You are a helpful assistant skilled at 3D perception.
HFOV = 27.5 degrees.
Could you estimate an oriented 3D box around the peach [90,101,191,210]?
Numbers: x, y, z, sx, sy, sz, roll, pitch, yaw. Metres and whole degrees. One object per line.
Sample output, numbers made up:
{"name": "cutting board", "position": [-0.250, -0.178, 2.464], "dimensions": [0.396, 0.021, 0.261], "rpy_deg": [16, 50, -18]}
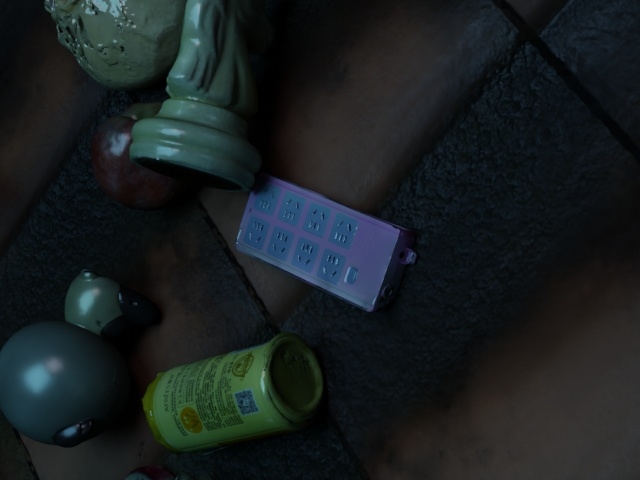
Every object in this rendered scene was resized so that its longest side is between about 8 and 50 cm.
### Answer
{"name": "peach", "position": [-0.248, -0.112, 1.810], "dimensions": [0.152, 0.152, 0.152], "rpy_deg": [-9, 77, 40]}

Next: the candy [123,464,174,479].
{"name": "candy", "position": [-0.233, 0.356, 1.771], "dimensions": [0.103, 0.043, 0.103], "rpy_deg": [-8, 77, 40]}

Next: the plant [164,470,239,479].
{"name": "plant", "position": [-0.133, 0.378, 1.626], "dimensions": [0.132, 0.129, 0.194], "rpy_deg": [-24, 71, 33]}

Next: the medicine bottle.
{"name": "medicine bottle", "position": [-0.115, 0.200, 1.649], "dimensions": [0.239, 0.124, 0.124], "rpy_deg": [-20, 70, 38]}

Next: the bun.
{"name": "bun", "position": [-0.303, -0.349, 1.858], "dimensions": [0.287, 0.146, 0.287], "rpy_deg": [14, 111, 41]}

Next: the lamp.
{"name": "lamp", "position": [-0.345, 0.167, 1.825], "dimensions": [0.198, 0.198, 0.243], "rpy_deg": [14, 69, 42]}

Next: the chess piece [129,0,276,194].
{"name": "chess piece", "position": [-0.133, -0.222, 1.684], "dimensions": [0.176, 0.176, 0.298], "rpy_deg": [9, 83, 42]}

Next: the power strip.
{"name": "power strip", "position": [0.000, 0.000, 1.635], "dimensions": [0.279, 0.037, 0.109], "rpy_deg": [24, 97, 41]}
